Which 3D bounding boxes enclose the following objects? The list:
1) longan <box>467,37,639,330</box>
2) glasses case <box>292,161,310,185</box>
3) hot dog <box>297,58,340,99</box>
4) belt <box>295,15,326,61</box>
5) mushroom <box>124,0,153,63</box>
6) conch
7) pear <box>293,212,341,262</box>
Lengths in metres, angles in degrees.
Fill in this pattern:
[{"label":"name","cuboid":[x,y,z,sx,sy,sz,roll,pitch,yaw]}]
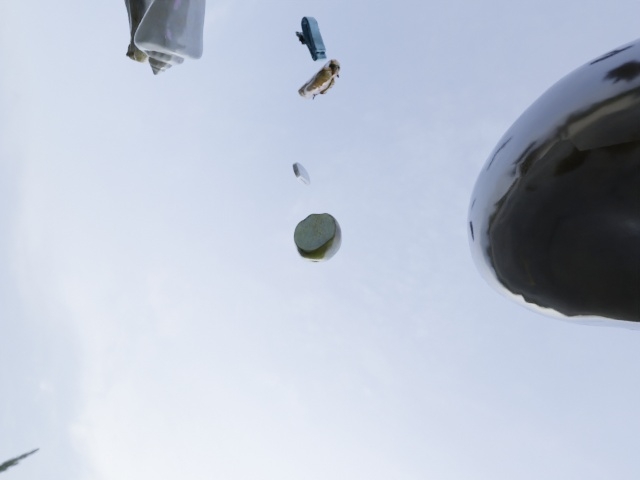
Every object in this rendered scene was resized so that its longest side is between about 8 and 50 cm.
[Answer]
[{"label":"longan","cuboid":[0.302,-0.045,0.384,0.349,0.288,0.289,-13,-86,38]},{"label":"glasses case","cuboid":[-0.072,-0.253,1.681,0.041,0.164,0.063,-19,-100,9]},{"label":"hot dog","cuboid":[0.001,-0.548,1.521,0.076,0.104,0.250,49,-22,-18]},{"label":"belt","cuboid":[-0.032,-0.729,1.615,0.100,0.065,0.180,-40,-115,60]},{"label":"mushroom","cuboid":[-0.415,-0.591,1.000,0.122,0.095,0.352,5,-75,23]},{"label":"conch","cuboid":[-0.216,-0.332,0.649,0.094,0.104,0.177,17,-75,18]},{"label":"pear","cuboid":[0.000,0.000,1.166,0.140,0.104,0.141,-13,-122,21]}]
